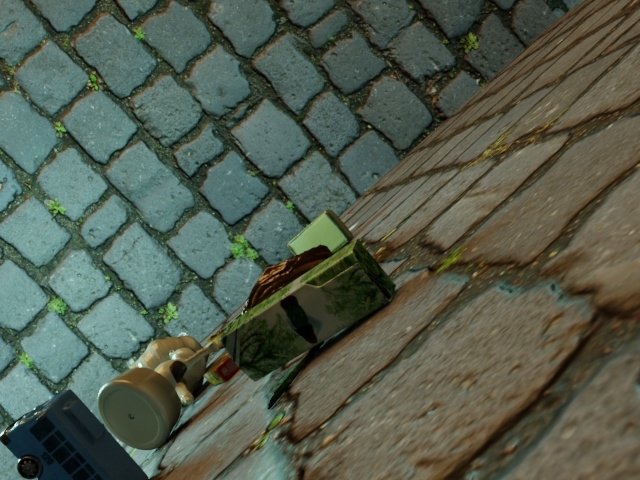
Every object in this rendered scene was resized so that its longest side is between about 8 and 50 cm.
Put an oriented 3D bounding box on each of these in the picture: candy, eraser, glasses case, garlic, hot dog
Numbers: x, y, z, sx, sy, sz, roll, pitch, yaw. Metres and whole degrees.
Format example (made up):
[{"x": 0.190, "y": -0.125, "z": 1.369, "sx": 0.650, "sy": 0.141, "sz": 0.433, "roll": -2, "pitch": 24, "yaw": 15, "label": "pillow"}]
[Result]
[{"x": -0.220, "y": 0.293, "z": 1.683, "sx": 0.062, "sy": 0.038, "sz": 0.122, "roll": -44, "pitch": 4, "yaw": -27, "label": "candy"}, {"x": 0.000, "y": 0.000, "z": 2.221, "sx": 0.172, "sy": 0.117, "sz": 0.058, "roll": -41, "pitch": -1, "yaw": 21, "label": "eraser"}, {"x": -0.024, "y": 0.110, "z": 1.102, "sx": 0.272, "sy": 0.095, "sz": 0.062, "roll": -35, "pitch": 13, "yaw": 27, "label": "glasses case"}, {"x": -0.348, "y": 0.347, "z": 1.831, "sx": 0.199, "sy": 0.199, "sz": 0.226, "roll": -43, "pitch": 36, "yaw": -13, "label": "garlic"}, {"x": -0.073, "y": 0.102, "z": 1.541, "sx": 0.259, "sy": 0.114, "sz": 0.175, "roll": -39, "pitch": -1, "yaw": -6, "label": "hot dog"}]

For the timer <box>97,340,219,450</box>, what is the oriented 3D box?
[{"x": -0.346, "y": 0.314, "z": 1.647, "sx": 0.175, "sy": 0.175, "sz": 0.266, "roll": -40, "pitch": 5, "yaw": 32, "label": "timer"}]

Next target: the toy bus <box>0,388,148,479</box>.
[{"x": -0.420, "y": 0.375, "z": 1.279, "sx": 0.133, "sy": 0.234, "sz": 0.116, "roll": -39, "pitch": 4, "yaw": 10, "label": "toy bus"}]

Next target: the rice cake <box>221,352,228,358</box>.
[{"x": -0.184, "y": 0.251, "z": 1.881, "sx": 0.171, "sy": 0.029, "sz": 0.033, "roll": -42, "pitch": 7, "yaw": -12, "label": "rice cake"}]

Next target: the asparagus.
[{"x": -0.034, "y": 0.191, "z": 1.090, "sx": 0.016, "sy": 0.013, "sz": 0.166, "roll": -24, "pitch": 15, "yaw": 42, "label": "asparagus"}]

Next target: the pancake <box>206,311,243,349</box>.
[{"x": -0.247, "y": 0.258, "z": 2.263, "sx": 0.257, "sy": 0.056, "sz": 0.212, "roll": -42, "pitch": 4, "yaw": -3, "label": "pancake"}]

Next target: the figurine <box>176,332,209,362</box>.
[{"x": -0.427, "y": 0.384, "z": 2.138, "sx": 0.200, "sy": 0.133, "sz": 0.276, "roll": -23, "pitch": 20, "yaw": 41, "label": "figurine"}]
